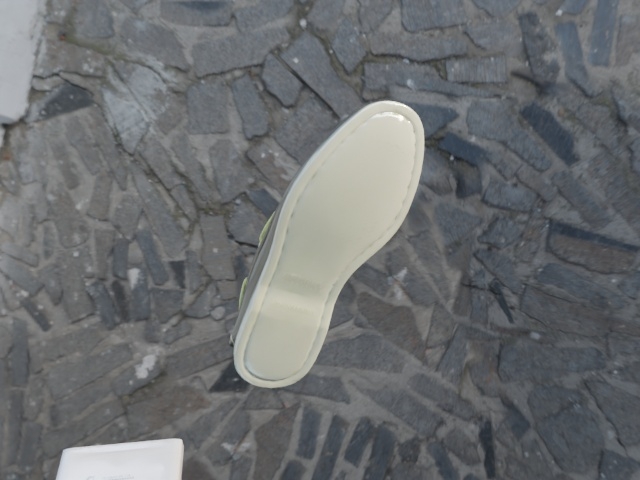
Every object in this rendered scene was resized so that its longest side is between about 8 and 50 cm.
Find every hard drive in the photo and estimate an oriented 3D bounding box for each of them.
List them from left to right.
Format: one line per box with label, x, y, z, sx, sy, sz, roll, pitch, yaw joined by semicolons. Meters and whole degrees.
hard drive;-0.336;0.473;1.011;0.210;0.319;0.040;-4;129;-3

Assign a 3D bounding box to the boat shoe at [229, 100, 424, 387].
boat shoe;-0.004;-0.002;0.613;0.109;0.091;0.305;21;110;-18
